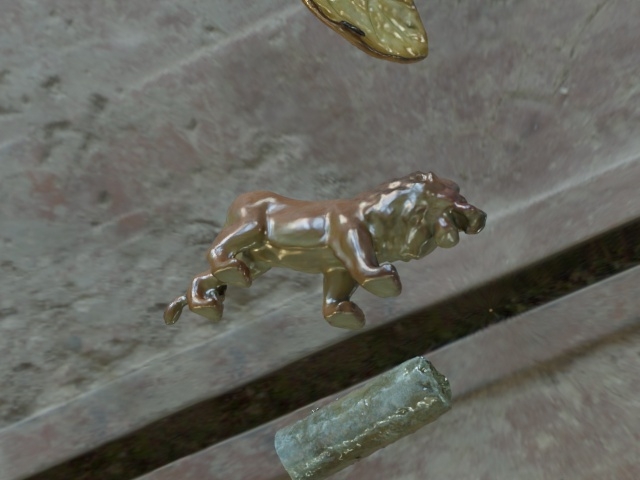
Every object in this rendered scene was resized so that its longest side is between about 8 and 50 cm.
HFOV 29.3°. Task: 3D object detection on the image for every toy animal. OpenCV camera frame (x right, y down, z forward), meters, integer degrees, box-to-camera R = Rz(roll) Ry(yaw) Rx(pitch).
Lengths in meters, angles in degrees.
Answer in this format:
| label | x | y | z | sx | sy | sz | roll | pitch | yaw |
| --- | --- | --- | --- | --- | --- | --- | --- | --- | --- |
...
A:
| label | x | y | z | sx | sy | sz | roll | pitch | yaw |
| --- | --- | --- | --- | --- | --- | --- | --- | --- | --- |
| toy animal | 0.000 | 0.000 | 1.160 | 0.312 | 0.097 | 0.157 | 1 | 48 | 22 |

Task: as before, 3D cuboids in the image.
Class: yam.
| label | x | y | z | sx | sy | sz | roll | pitch | yaw |
| --- | --- | --- | --- | --- | --- | --- | --- | --- | --- |
| yam | 0.057 | 0.235 | 1.590 | 0.259 | 0.093 | 0.093 | -33 | 83 | 26 |

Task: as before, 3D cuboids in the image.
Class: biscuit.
| label | x | y | z | sx | sy | sz | roll | pitch | yaw |
| --- | --- | --- | --- | --- | --- | --- | --- | --- | --- |
| biscuit | 0.059 | -0.353 | 1.791 | 0.260 | 0.203 | 0.041 | 40 | 133 | -15 |
